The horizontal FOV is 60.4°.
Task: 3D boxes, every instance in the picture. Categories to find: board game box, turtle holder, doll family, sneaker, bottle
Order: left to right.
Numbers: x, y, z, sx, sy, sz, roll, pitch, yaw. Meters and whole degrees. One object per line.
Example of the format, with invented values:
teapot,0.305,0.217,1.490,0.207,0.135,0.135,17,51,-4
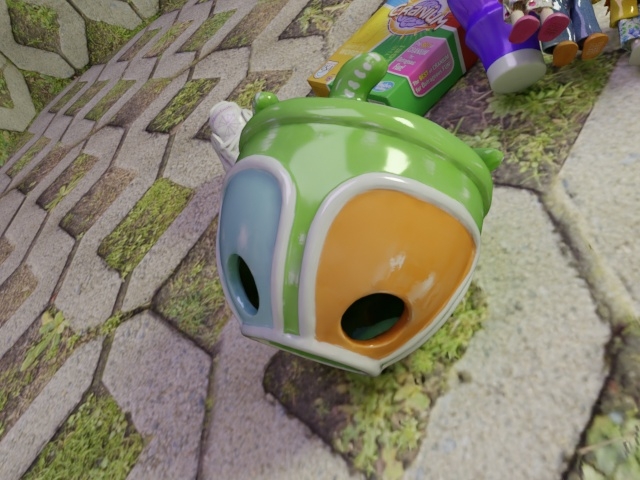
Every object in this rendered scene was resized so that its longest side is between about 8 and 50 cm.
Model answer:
sneaker,-0.107,-0.111,0.808,0.114,0.152,0.305,-37,37,2
turtle holder,-0.005,-0.006,0.528,0.320,0.243,0.228,7,73,36
board game box,0.157,-0.321,0.863,0.316,0.064,0.242,-46,35,-7
bottle,0.213,-0.325,0.696,0.092,0.118,0.283,-31,65,51
doll family,0.293,-0.270,0.597,0.262,0.118,0.163,-2,67,4
